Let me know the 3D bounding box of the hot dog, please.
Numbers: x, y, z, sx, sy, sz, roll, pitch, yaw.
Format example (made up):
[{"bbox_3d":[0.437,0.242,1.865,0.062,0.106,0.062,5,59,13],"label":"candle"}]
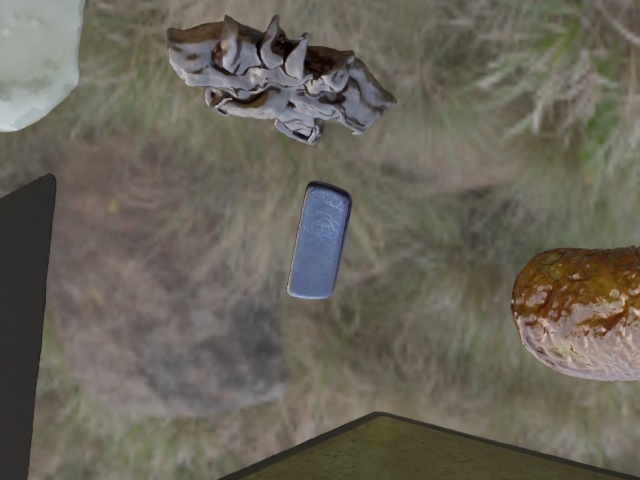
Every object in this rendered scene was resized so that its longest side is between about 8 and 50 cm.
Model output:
[{"bbox_3d":[0.204,0.044,1.040,0.147,0.099,0.065,-4,149,33],"label":"hot dog"}]

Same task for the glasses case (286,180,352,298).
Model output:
[{"bbox_3d":[0.000,0.000,1.034,0.034,0.023,0.083,12,108,2],"label":"glasses case"}]

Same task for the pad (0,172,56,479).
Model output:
[{"bbox_3d":[-0.159,0.053,0.679,0.112,0.157,0.003,-23,145,36],"label":"pad"}]

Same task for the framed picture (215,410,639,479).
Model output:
[{"bbox_3d":[0.100,0.134,0.582,0.339,0.014,0.255,10,-167,32],"label":"framed picture"}]

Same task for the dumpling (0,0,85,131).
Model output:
[{"bbox_3d":[-0.167,-0.141,0.539,0.167,0.215,0.126,-10,-174,-33],"label":"dumpling"}]

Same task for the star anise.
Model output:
[{"bbox_3d":[-0.052,-0.167,1.646,0.220,0.099,0.214,1,153,32],"label":"star anise"}]
